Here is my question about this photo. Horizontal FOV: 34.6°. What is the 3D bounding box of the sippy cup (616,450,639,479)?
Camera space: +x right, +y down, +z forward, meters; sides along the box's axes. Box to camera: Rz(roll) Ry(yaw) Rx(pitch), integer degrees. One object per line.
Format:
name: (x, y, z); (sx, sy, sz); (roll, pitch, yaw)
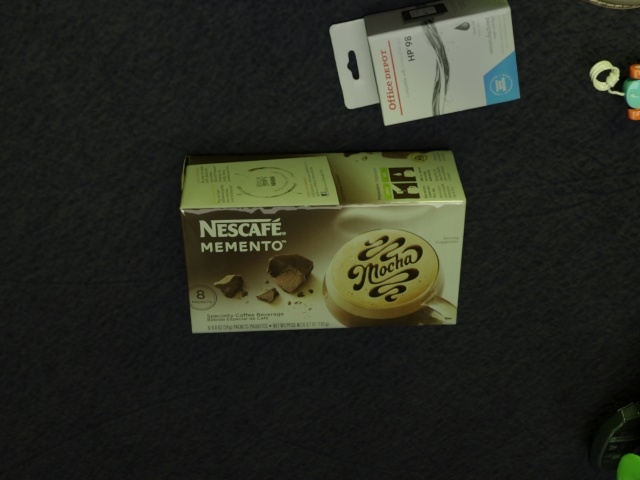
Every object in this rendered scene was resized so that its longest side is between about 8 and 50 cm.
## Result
sippy cup: (0.501, 0.239, 1.250); (0.240, 0.305, 0.224); (8, 118, 22)

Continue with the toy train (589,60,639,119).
toy train: (0.361, -0.206, 1.065); (0.125, 0.046, 0.166); (39, 110, -22)

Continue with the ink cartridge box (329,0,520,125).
ink cartridge box: (0.107, -0.184, 1.055); (0.180, 0.060, 0.104); (-11, 123, 5)

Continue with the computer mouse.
computer mouse: (0.411, 0.201, 1.331); (0.071, 0.041, 0.242); (7, 117, -36)

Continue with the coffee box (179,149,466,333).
coffee box: (0.000, 0.000, 1.132); (0.297, 0.118, 0.168); (-1, 124, -2)

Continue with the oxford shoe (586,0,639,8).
oxford shoe: (0.123, -0.287, 0.737); (0.397, 0.146, 0.140); (32, 115, -19)
